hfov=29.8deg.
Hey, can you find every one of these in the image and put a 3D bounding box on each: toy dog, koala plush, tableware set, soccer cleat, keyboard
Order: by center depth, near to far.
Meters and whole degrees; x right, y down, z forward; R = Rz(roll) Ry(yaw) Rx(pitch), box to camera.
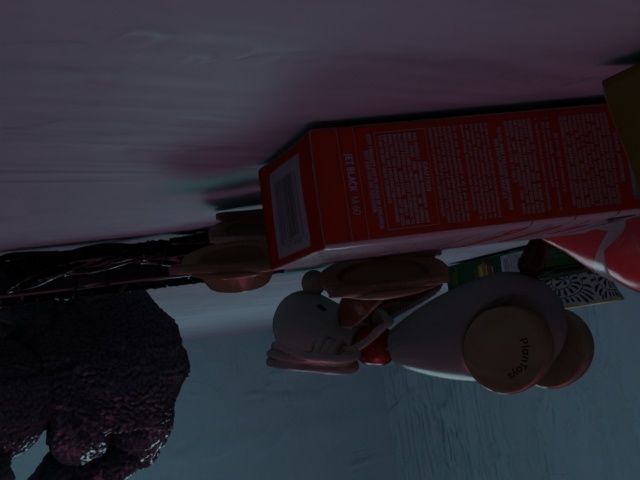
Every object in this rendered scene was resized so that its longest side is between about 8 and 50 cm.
[{"bbox_3d":[0.000,0.000,0.630,0.141,0.020,0.169,-2,-164,8],"label":"tableware set"},{"bbox_3d":[0.249,-0.014,0.799,0.116,0.109,0.318,10,-174,30],"label":"soccer cleat"},{"bbox_3d":[-0.161,0.026,0.831,0.317,0.033,0.201,-7,174,-22],"label":"keyboard"},{"bbox_3d":[-0.241,0.121,0.963,0.203,0.196,0.221,-28,163,39],"label":"koala plush"},{"bbox_3d":[0.113,0.058,1.210,0.333,0.161,0.220,6,179,6],"label":"toy dog"}]

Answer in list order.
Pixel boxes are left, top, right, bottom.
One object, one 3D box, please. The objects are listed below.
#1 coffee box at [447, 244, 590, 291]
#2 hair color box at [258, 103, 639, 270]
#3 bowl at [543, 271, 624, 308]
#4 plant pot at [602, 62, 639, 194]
[{"bbox_3d":[0.253,0.034,1.520,0.113,0.040,0.184,-5,173,-27],"label":"coffee box"},{"bbox_3d":[0.065,-0.025,0.543,0.167,0.053,0.093,-5,174,-17],"label":"hair color box"},{"bbox_3d":[0.342,0.060,1.721,0.170,0.080,0.170,-9,174,-1],"label":"bowl"},{"bbox_3d":[0.169,-0.041,0.434,0.081,0.082,0.083,-5,161,-34],"label":"plant pot"}]
